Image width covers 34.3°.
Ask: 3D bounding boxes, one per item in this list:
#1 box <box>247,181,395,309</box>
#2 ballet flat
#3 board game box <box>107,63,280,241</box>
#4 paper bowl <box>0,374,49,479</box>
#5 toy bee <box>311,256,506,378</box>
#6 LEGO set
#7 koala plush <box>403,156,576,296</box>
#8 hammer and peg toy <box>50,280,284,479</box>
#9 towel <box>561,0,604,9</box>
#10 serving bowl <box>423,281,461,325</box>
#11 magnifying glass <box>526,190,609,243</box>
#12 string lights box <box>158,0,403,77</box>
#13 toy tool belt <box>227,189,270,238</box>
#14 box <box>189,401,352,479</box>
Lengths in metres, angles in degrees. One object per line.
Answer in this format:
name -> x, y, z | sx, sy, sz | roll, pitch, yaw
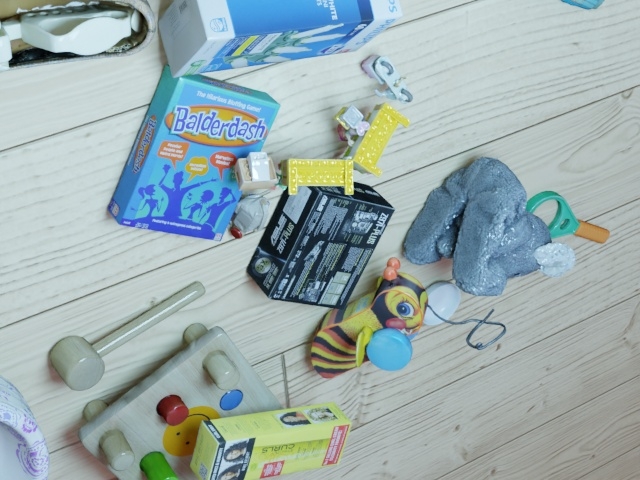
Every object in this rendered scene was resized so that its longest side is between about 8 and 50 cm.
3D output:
box -> 0.000, 0.000, 1.514 | 0.147, 0.077, 0.180 | 10, 114, -39
ballet flat -> -0.323, -0.228, 1.111 | 0.316, 0.106, 0.107 | -15, 129, -25
board game box -> -0.163, -0.108, 1.347 | 0.160, 0.047, 0.210 | 9, 114, -39
paper bowl -> -0.501, 0.276, 1.313 | 0.284, 0.148, 0.284 | -17, 128, -23
toy bee -> 0.105, 0.104, 1.597 | 0.298, 0.195, 0.162 | -25, 111, 4
LEGO set -> 0.006, -0.124, 1.411 | 0.287, 0.107, 0.132 | -39, 106, -19
koala plush -> 0.289, -0.008, 1.638 | 0.221, 0.196, 0.203 | 21, 96, -38
hammer and peg toy -> -0.208, 0.239, 1.503 | 0.266, 0.127, 0.361 | -37, 134, -8
towel -> 0.323, -0.486, 1.426 | 0.370, 0.040, 0.271 | 9, 114, -38
serving bowl -> 0.197, 0.102, 1.757 | 0.083, 0.027, 0.083 | -18, 129, -23
magnifying glass -> 0.435, -0.029, 1.833 | 0.231, 0.026, 0.092 | 13, 112, -41
string lights box -> -0.048, -0.268, 1.248 | 0.259, 0.133, 0.077 | -13, 85, -27
toy tool belt -> -0.094, -0.038, 1.442 | 0.051, 0.052, 0.083 | -46, 174, -33
box -> -0.070, 0.297, 1.513 | 0.232, 0.058, 0.087 | -1, 118, -36
